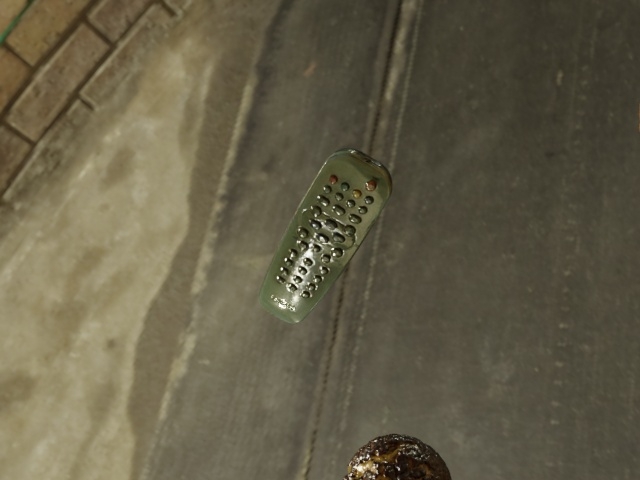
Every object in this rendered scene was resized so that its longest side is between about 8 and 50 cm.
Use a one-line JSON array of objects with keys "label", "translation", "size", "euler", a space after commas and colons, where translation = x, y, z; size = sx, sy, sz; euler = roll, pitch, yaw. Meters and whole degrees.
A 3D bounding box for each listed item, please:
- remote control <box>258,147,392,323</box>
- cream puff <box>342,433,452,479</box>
[{"label": "remote control", "translation": [0.000, 0.000, 0.969], "size": [0.222, 0.072, 0.042], "euler": [-59, 2, 39]}, {"label": "cream puff", "translation": [0.131, 0.475, 1.821], "size": [0.239, 0.165, 0.239], "euler": [-45, 29, 33]}]
